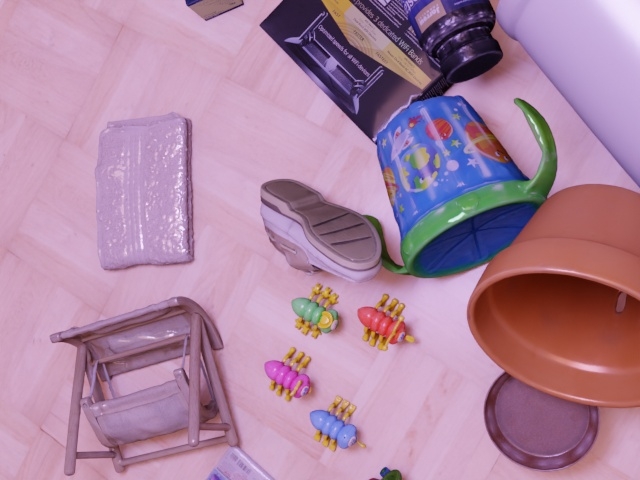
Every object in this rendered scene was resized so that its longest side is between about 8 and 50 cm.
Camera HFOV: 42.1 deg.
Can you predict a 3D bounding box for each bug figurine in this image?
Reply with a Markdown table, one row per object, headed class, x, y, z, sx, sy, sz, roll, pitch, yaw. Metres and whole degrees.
| class | x | y | z | sx | sy | sz | roll | pitch | yaw |
| --- | --- | --- | --- | --- | --- | --- | --- | --- | --- |
| bug figurine | 0.020 | 0.203 | 1.381 | 0.216 | 0.072 | 0.279 | 25 | 93 | 19 |

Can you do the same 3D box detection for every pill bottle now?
| class | x | y | z | sx | sy | sz | roll | pitch | yaw |
| --- | --- | --- | --- | --- | --- | --- | --- | --- | --- |
| pill bottle | 0.193 | -0.358 | 1.270 | 0.122 | 0.123 | 0.219 | -25 | 78 | 14 |

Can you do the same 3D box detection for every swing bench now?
| class | x | y | z | sx | sy | sz | roll | pitch | yaw |
| --- | --- | --- | --- | --- | --- | --- | --- | --- | --- |
| swing bench | -0.303 | 0.252 | 1.436 | 0.253 | 0.165 | 0.255 | -16 | 72 | 16 |

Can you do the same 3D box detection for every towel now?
| class | x | y | z | sx | sy | sz | roll | pitch | yaw |
| --- | --- | --- | --- | --- | --- | --- | --- | --- | --- |
| towel | -0.324 | -0.091 | 1.535 | 0.187 | 0.049 | 0.282 | -5 | 83 | 18 |

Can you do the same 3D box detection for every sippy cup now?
| class | x | y | z | sx | sy | sz | roll | pitch | yaw |
| --- | --- | --- | --- | --- | --- | --- | --- | --- | --- |
| sippy cup | 0.198 | -0.092 | 1.285 | 0.305 | 0.240 | 0.224 | -22 | 66 | 0 |

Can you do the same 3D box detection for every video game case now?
| class | x | y | z | sx | sy | sz | roll | pitch | yaw |
| --- | --- | --- | --- | --- | --- | --- | --- | --- | --- |
| video game case | -0.135 | 0.456 | 1.434 | 0.157 | 0.019 | 0.143 | 38 | 97 | 17 |

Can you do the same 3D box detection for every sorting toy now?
| class | x | y | z | sx | sy | sz | roll | pitch | yaw |
| --- | --- | --- | --- | --- | --- | --- | --- | --- | --- |
| sorting toy | 0.107 | 0.402 | 1.340 | 0.042 | 0.061 | 0.102 | 45 | 138 | -11 |

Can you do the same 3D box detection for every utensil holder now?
| class | x | y | z | sx | sy | sz | roll | pitch | yaw |
| --- | --- | --- | --- | --- | --- | --- | --- | --- | --- |
| utensil holder | 0.488 | -0.267 | 1.150 | 0.327 | 0.327 | 0.386 | -36 | 78 | 11 |

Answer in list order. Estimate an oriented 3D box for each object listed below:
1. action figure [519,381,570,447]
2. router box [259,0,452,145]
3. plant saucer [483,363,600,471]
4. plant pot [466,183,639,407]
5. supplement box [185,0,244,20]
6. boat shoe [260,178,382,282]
| class | x | y | z | sx | sy | sz | roll | pitch | yaw |
| --- | --- | --- | --- | --- | --- | --- | --- | --- | --- |
| action figure | 0.342 | 0.211 | 1.281 | 0.137 | 0.063 | 0.232 | -8 | 89 | 16 |
| router box | 0.085 | -0.344 | 1.410 | 0.243 | 0.081 | 0.309 | -44 | 73 | 9 |
| plant saucer | 0.330 | 0.259 | 1.244 | 0.168 | 0.029 | 0.169 | 2 | 96 | 18 |
| plant pot | 0.367 | 0.060 | 1.129 | 0.290 | 0.291 | 0.204 | 15 | 55 | 19 |
| supplement box | -0.197 | -0.452 | 1.511 | 0.083 | 0.083 | 0.056 | -18 | 79 | 15 |
| boat shoe | 0.000 | 0.000 | 1.348 | 0.302 | 0.113 | 0.103 | 41 | 136 | 50 |
